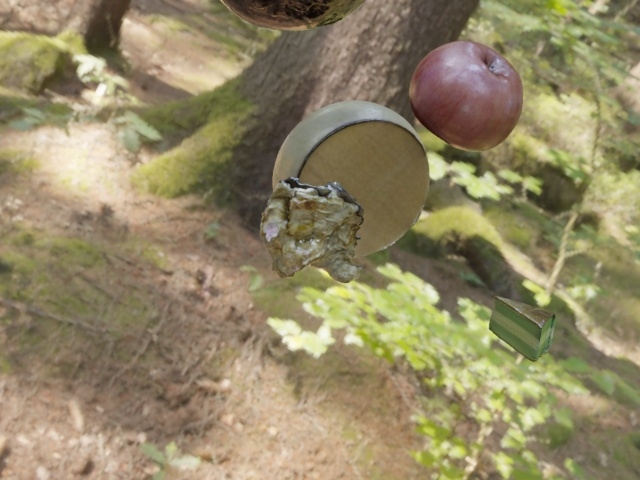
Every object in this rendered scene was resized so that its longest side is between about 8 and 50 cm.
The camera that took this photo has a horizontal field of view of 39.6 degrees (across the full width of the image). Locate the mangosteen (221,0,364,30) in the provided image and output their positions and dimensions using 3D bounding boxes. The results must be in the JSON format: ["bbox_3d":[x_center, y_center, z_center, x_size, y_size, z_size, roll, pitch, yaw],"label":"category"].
[{"bbox_3d":[-0.037,-0.459,1.315,0.297,0.297,0.293,28,45,-8],"label":"mangosteen"}]

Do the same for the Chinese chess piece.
[{"bbox_3d":[0.050,-0.093,1.387,0.249,0.250,0.103,23,14,-28],"label":"Chinese chess piece"}]

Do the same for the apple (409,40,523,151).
[{"bbox_3d":[0.192,-0.189,1.155,0.153,0.120,0.153,27,34,-20],"label":"apple"}]

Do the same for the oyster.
[{"bbox_3d":[0.000,0.000,1.211,0.191,0.163,0.081,31,37,-35],"label":"oyster"}]

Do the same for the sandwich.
[{"bbox_3d":[0.325,0.147,1.494,0.116,0.074,0.074,17,22,30],"label":"sandwich"}]
